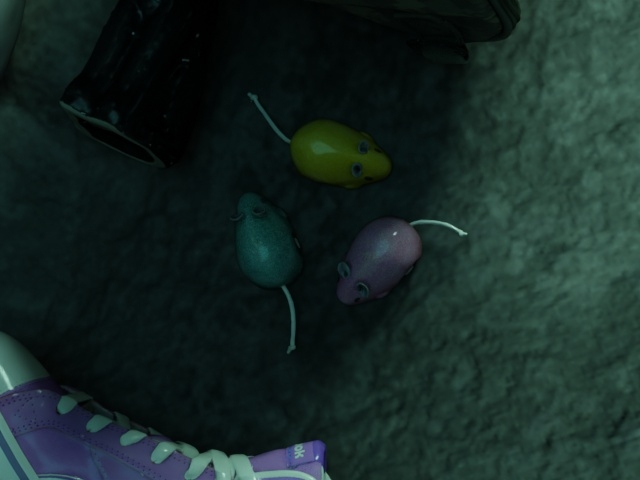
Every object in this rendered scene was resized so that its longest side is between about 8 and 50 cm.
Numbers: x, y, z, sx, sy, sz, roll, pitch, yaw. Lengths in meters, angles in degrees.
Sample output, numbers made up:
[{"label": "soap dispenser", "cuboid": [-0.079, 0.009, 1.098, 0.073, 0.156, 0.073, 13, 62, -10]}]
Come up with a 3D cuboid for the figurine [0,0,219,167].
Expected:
[{"label": "figurine", "cuboid": [-0.143, -0.180, 0.792, 0.215, 0.092, 0.209, 23, 82, 14]}]

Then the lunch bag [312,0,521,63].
[{"label": "lunch bag", "cuboid": [0.033, -0.270, 0.676, 0.213, 0.256, 0.305, 10, 88, 42]}]

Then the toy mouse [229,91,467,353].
[{"label": "toy mouse", "cuboid": [0.000, 0.000, 0.763, 0.161, 0.031, 0.143, 21, 89, 13]}]

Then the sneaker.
[{"label": "sneaker", "cuboid": [-0.085, 0.135, 0.742, 0.161, 0.102, 0.282, -39, 89, 3]}]
